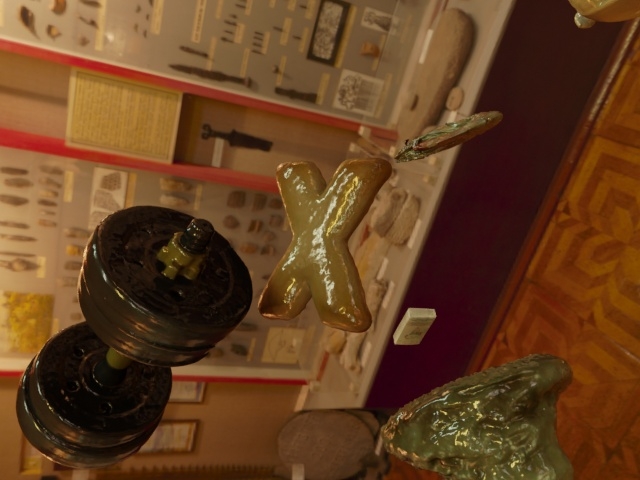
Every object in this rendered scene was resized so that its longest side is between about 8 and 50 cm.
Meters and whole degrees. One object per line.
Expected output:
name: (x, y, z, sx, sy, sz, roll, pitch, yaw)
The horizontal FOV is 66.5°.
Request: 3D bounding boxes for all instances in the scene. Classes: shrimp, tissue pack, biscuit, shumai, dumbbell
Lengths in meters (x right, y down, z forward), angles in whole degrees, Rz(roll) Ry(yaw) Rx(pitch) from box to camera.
shrimp: (0.201, -0.168, 0.794, 0.190, 0.101, 0.042, -18, 96, 37)
tissue pack: (0.184, 0.171, 0.961, 0.108, 0.056, 0.023, 103, 167, -49)
biscuit: (-0.001, 0.000, 0.594, 0.164, 0.047, 0.208, 2, 81, 31)
shumai: (0.341, 0.417, 0.931, 0.323, 0.397, 0.324, 68, -169, 25)
dumbbell: (-0.224, 0.118, 0.579, 0.388, 0.185, 0.185, -50, 35, 27)

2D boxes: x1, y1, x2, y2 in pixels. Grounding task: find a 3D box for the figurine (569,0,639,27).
figurine: (0.333, -0.266, 0.368, 0.394, 0.274, 0.227, -153, 69, -85)
